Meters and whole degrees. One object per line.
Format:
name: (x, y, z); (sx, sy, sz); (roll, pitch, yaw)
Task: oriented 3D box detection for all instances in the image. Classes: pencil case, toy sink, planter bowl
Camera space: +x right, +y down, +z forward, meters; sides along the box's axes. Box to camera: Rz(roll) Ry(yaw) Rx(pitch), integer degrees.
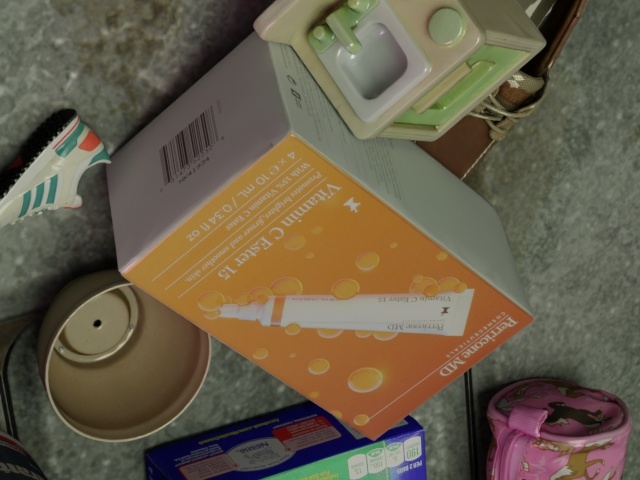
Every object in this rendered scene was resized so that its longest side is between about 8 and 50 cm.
pencil case: (0.242, 0.340, 2.121); (0.160, 0.167, 0.386); (8, 111, 4)
toy sink: (0.077, -0.180, 1.735); (0.153, 0.131, 0.234); (-40, 162, 21)
planter bowl: (-0.197, 0.094, 1.810); (0.162, 0.109, 0.162); (-10, 115, -24)

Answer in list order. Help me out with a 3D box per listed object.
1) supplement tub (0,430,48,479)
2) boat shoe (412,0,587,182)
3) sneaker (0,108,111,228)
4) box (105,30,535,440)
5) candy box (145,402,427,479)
supplement tub: (-0.305, 0.301, 1.745); (0.191, 0.272, 0.191); (-11, 116, -24)
boat shoe: (0.159, -0.163, 1.876); (0.123, 0.116, 0.324); (17, 106, -32)
sneaker: (-0.257, -0.040, 1.752); (0.161, 0.057, 0.075); (-48, 119, -5)
box: (0.000, 0.000, 1.799); (0.215, 0.168, 0.345); (-39, 127, 21)
candy box: (-0.026, 0.342, 2.000); (0.268, 0.122, 0.317); (-15, 119, -22)
